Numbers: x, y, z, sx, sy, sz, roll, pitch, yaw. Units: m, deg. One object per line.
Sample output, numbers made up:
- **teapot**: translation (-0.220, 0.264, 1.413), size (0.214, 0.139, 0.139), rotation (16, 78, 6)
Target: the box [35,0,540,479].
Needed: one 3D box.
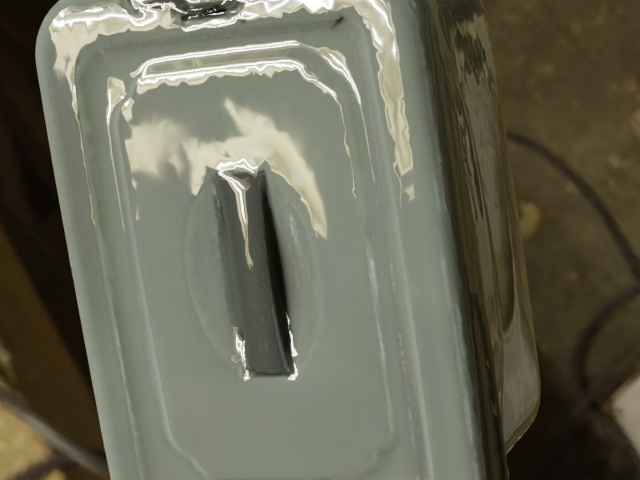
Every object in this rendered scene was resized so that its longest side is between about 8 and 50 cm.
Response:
- **box**: translation (0.000, 0.000, 0.575), size (0.124, 0.093, 0.172), rotation (-4, 100, 26)
